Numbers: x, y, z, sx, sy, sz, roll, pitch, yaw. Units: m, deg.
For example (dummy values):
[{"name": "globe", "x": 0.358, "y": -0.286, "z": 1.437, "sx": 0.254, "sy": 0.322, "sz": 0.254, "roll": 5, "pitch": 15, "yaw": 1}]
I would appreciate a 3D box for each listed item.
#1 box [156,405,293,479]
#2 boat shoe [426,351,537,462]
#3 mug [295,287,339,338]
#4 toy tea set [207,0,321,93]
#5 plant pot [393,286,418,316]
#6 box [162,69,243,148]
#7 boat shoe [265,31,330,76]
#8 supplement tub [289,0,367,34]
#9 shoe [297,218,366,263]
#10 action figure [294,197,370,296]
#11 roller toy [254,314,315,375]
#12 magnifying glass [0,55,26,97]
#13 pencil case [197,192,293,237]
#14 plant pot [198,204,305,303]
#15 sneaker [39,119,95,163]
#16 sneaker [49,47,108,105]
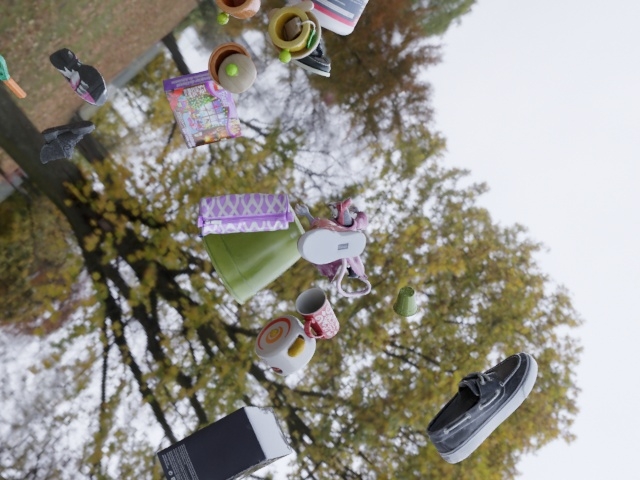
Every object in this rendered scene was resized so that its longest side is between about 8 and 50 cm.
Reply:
[{"name": "box", "x": -0.296, "y": 0.683, "z": 2.149, "sx": 0.312, "sy": 0.179, "sz": 0.343, "roll": -28, "pitch": 163, "yaw": 3}, {"name": "boat shoe", "x": 0.341, "y": 0.329, "z": 1.421, "sx": 0.301, "sy": 0.102, "sz": 0.108, "roll": -41, "pitch": -166, "yaw": -16}, {"name": "mug", "x": -0.017, "y": 0.272, "z": 2.319, "sx": 0.113, "sy": 0.169, "sz": 0.150, "roll": 26, "pitch": -115, "yaw": 40}, {"name": "toy tea set", "x": -0.095, "y": -0.402, "z": 1.069, "sx": 0.200, "sy": 0.336, "sz": 0.124, "roll": 5, "pitch": 180, "yaw": 14}, {"name": "plant pot", "x": 0.284, "y": 0.196, "z": 2.210, "sx": 0.083, "sy": 0.079, "sz": 0.083, "roll": 0, "pitch": -142, "yaw": 0}, {"name": "box", "x": -0.384, "y": -0.435, "z": 2.215, "sx": 0.201, "sy": 0.293, "sz": 0.057, "roll": -15, "pitch": -120, "yaw": -3}, {"name": "boat shoe", "x": -0.056, "y": -0.612, "z": 2.055, "sx": 0.113, "sy": 0.127, "sz": 0.340, "roll": -63, "pitch": -143, "yaw": 22}, {"name": "supplement tub", "x": 0.055, "y": -0.696, "z": 1.732, "sx": 0.272, "sy": 0.191, "sz": 0.191, "roll": -60, "pitch": -164, "yaw": 22}, {"name": "shoe", "x": 0.000, "y": 0.000, "z": 1.215, "sx": 0.081, "sy": 0.063, "sz": 0.178, "roll": 20, "pitch": -165, "yaw": 37}, {"name": "action figure", "x": 0.054, "y": 0.003, "z": 2.340, "sx": 0.248, "sy": 0.370, "sz": 0.276, "roll": -10, "pitch": -125, "yaw": -13}, {"name": "roller toy", "x": -0.129, "y": 0.368, "z": 2.362, "sx": 0.191, "sy": 0.146, "sz": 0.209, "roll": -30, "pitch": -150, "yaw": 15}, {"name": "magnifying glass", "x": -1.029, "y": -0.540, "z": 2.154, "sx": 0.092, "sy": 0.231, "sz": 0.026, "roll": 0, "pitch": -117, "yaw": 12}, {"name": "pencil case", "x": -0.165, "y": -0.058, "z": 1.436, "sx": 0.206, "sy": 0.086, "sz": 0.088, "roll": -6, "pitch": -170, "yaw": -6}, {"name": "plant pot", "x": -0.237, "y": 0.012, "z": 2.645, "sx": 0.353, "sy": 0.366, "sz": 0.366, "roll": -27, "pitch": -156, "yaw": 2}, {"name": "sneaker", "x": -0.665, "y": -0.258, "z": 1.759, "sx": 0.170, "sy": 0.089, "sz": 0.051, "roll": -10, "pitch": -145, "yaw": 3}, {"name": "sneaker", "x": -0.547, "y": -0.372, "z": 1.549, "sx": 0.072, "sy": 0.178, "sz": 0.077, "roll": -39, "pitch": 160, "yaw": -8}]
